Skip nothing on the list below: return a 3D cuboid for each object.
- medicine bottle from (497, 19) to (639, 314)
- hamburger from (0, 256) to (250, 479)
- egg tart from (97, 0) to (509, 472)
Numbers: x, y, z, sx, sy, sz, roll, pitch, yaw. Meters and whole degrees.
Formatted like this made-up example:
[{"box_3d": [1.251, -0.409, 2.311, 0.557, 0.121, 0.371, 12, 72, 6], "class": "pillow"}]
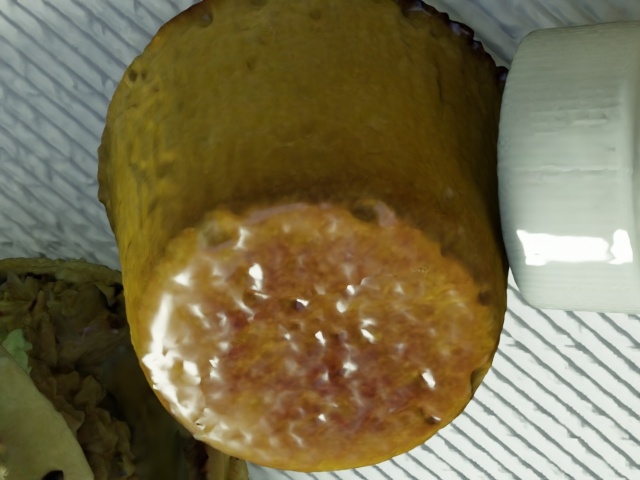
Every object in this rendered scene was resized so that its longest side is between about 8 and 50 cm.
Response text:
[{"box_3d": [0.207, -0.032, 0.535, 0.252, 0.144, 0.144, 4, 119, 26], "class": "medicine bottle"}, {"box_3d": [-0.174, 0.154, 0.685, 0.318, 0.195, 0.277, 52, 122, 17], "class": "hamburger"}, {"box_3d": [0.000, 0.000, 0.608, 0.215, 0.171, 0.215, -1, 125, -2], "class": "egg tart"}]
